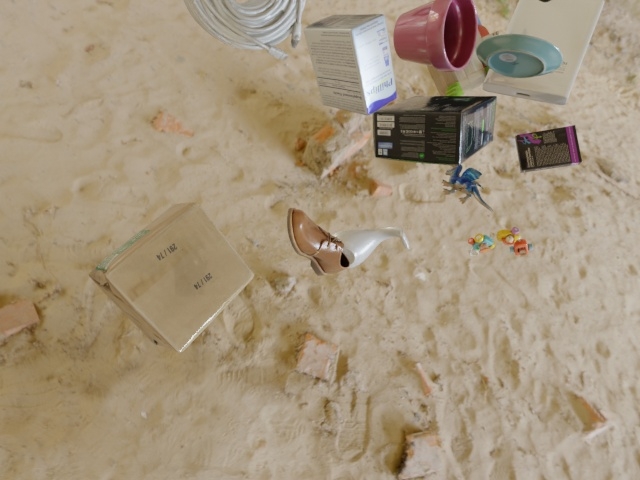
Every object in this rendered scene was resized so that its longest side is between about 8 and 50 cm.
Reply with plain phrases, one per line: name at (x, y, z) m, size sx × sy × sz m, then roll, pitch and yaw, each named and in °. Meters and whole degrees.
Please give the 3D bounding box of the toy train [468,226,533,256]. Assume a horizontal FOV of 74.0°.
toy train at (0.486, 0.021, 1.147) m, size 0.166 × 0.125 × 0.046 m, roll -8°, pitch 52°, yaw 18°

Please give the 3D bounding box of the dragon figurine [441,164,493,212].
dragon figurine at (0.562, -0.218, 1.607) m, size 0.144 × 0.085 × 0.289 m, roll -39°, pitch 43°, yaw -13°

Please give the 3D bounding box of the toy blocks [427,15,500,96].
toy blocks at (0.505, -0.662, 1.492) m, size 0.381 × 0.190 × 0.261 m, roll -32°, pitch 99°, yaw -25°

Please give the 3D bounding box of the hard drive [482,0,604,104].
hard drive at (0.661, -0.578, 1.263) m, size 0.233 × 0.047 × 0.353 m, roll 21°, pitch 77°, yaw 23°

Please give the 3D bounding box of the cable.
cable at (-0.140, -0.503, 0.806) m, size 0.257 × 0.257 × 0.089 m, roll 1°, pitch 28°, yaw -37°

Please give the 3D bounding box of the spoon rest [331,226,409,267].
spoon rest at (0.138, 0.014, 1.307) m, size 0.137 × 0.276 × 0.084 m, roll 62°, pitch 30°, yaw -27°

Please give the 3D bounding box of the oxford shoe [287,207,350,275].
oxford shoe at (0.000, 0.000, 0.783) m, size 0.076 × 0.212 × 0.076 m, roll -7°, pitch 62°, yaw 21°

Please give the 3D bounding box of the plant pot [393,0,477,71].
plant pot at (0.315, -0.581, 1.197) m, size 0.180 × 0.201 × 0.201 m, roll 18°, pitch 44°, yaw 41°

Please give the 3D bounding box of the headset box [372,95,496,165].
headset box at (0.321, -0.317, 1.172) m, size 0.246 × 0.131 × 0.283 m, roll 13°, pitch 32°, yaw 34°

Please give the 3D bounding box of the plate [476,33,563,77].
plate at (0.450, -0.412, 0.974) m, size 0.188 × 0.188 × 0.024 m, roll 17°, pitch 92°, yaw -11°

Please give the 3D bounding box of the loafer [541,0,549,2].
loafer at (0.548, -0.719, 1.131) m, size 0.223 × 0.076 × 0.078 m, roll 36°, pitch 53°, yaw -16°

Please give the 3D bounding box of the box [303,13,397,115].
box at (0.051, -0.295, 0.710) m, size 0.072 × 0.137 × 0.126 m, roll -35°, pitch 40°, yaw -21°

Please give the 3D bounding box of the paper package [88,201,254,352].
paper package at (-0.407, 0.097, 1.207) m, size 0.325 × 0.168 × 0.310 m, roll -49°, pitch 117°, yaw -32°

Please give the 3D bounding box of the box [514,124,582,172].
box at (0.668, -0.268, 1.250) m, size 0.162 × 0.029 × 0.116 m, roll -6°, pitch 77°, yaw 16°
